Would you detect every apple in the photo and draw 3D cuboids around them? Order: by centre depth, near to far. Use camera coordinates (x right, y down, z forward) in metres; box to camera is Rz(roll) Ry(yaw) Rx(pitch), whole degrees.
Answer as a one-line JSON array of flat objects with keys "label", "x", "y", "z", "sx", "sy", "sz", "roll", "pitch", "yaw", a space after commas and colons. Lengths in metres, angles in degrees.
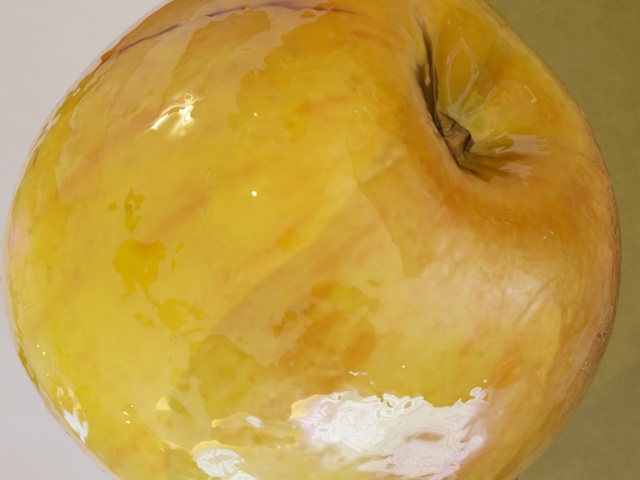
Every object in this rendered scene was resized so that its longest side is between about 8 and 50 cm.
[{"label": "apple", "x": 0.000, "y": 0.000, "z": 0.609, "sx": 0.233, "sy": 0.286, "sz": 0.286, "roll": -40, "pitch": 74, "yaw": 32}]

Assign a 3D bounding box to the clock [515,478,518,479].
[{"label": "clock", "x": 0.099, "y": 0.331, "z": 0.902, "sx": 0.295, "sy": 0.113, "sz": 0.322, "roll": -113, "pitch": 26, "yaw": -52}]
